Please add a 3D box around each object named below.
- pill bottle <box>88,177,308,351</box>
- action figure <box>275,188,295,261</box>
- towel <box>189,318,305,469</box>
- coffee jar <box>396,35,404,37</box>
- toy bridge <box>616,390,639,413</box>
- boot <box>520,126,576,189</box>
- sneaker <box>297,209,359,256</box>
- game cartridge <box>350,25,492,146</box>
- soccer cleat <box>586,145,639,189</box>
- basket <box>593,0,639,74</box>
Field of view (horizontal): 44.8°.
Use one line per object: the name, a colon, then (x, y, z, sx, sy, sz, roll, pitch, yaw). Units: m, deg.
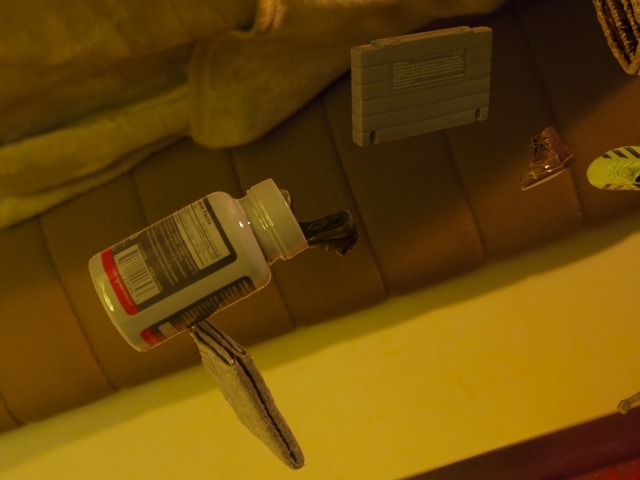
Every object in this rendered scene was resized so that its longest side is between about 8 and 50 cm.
pill bottle: (-0.189, 0.030, 1.247, 0.319, 0.176, 0.176, -28, 168, -4)
action figure: (-0.165, 0.012, 1.610, 0.341, 0.178, 0.330, -27, -173, 41)
towel: (-0.130, 0.266, 1.345, 0.049, 0.282, 0.187, -35, -149, -19)
coffee jar: (0.214, -0.429, 1.945, 0.079, 0.184, 0.096, -18, 131, 7)
toy bridge: (0.813, 0.386, 1.926, 0.063, 0.026, 0.188, -40, 177, -29)
boot: (0.540, -0.202, 1.911, 0.112, 0.115, 0.305, -24, -176, 32)
sneaker: (0.000, 0.000, 2.026, 0.228, 0.087, 0.130, -17, 141, 21)
game cartridge: (0.234, -0.361, 1.787, 0.355, 0.230, 0.068, -14, -155, -22)
soccer cleat: (0.656, -0.143, 1.605, 0.121, 0.093, 0.289, -17, -167, -29)
basket: (0.640, -0.496, 1.614, 0.223, 0.299, 0.213, -8, 163, -23)
